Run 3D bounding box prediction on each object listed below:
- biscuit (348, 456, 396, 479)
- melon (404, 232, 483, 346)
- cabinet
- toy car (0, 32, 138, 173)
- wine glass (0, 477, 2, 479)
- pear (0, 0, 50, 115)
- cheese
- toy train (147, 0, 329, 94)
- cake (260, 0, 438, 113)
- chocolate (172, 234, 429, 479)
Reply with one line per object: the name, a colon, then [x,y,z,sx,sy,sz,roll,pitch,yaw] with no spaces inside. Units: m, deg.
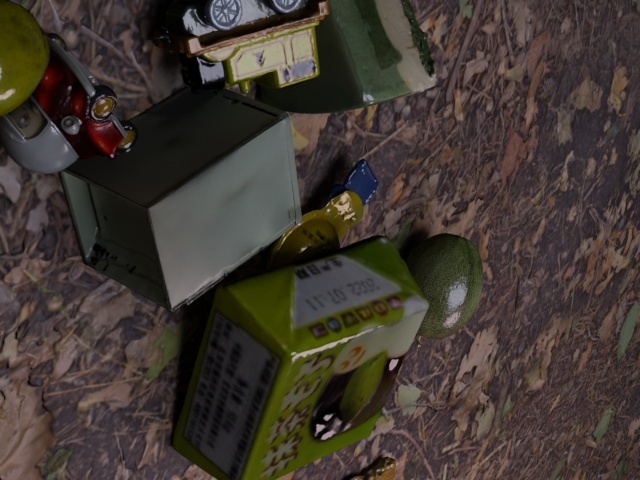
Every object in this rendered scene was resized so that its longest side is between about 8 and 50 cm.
biscuit: [0.054,0.478,1.842,0.224,0.033,0.145,-28,134,-42]
melon: [0.188,0.081,1.685,0.139,0.139,0.192,14,98,-56]
cabinet: [-0.146,-0.049,1.133,0.206,0.145,0.150,-38,138,-35]
toy car: [-0.251,-0.113,1.000,0.112,0.112,0.139,-42,152,-8]
wine glass: [-0.333,0.434,1.070,0.096,0.264,0.310,14,98,-63]
pear: [-0.295,-0.157,0.894,0.131,0.107,0.107,-52,148,-49]
cheese: [0.000,0.000,1.437,0.250,0.064,0.156,-52,145,-14]
toy train: [-0.081,-0.219,1.124,0.219,0.089,0.127,-22,117,-28]
cake: [0.046,-0.286,1.233,0.158,0.172,0.284,-23,126,-49]
chocolate: [-0.021,0.168,1.378,0.288,0.137,0.301,-15,136,-40]
